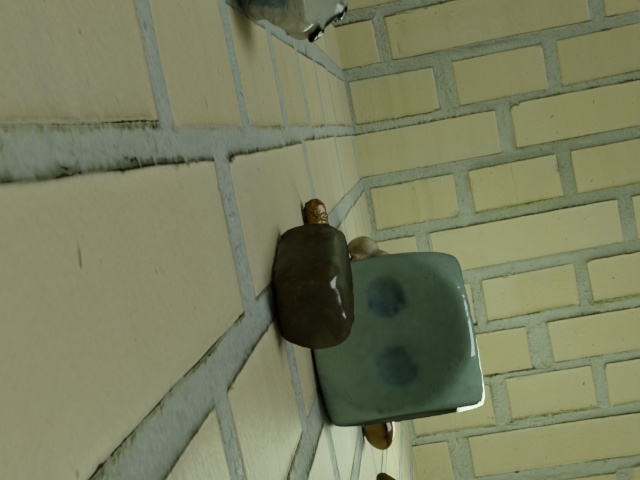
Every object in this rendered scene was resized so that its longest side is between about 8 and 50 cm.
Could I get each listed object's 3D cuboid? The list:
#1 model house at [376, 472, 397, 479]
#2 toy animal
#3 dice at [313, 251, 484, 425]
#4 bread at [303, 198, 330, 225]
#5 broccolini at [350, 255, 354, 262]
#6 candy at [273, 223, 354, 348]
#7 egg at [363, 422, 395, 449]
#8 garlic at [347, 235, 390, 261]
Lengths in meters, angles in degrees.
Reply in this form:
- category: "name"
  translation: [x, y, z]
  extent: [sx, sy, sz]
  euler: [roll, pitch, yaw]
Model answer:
- category: "model house"
  translation: [0.145, 0.568, 1.600]
  extent: [0.291, 0.184, 0.253]
  euler: [68, 9, 18]
- category: "toy animal"
  translation: [-0.047, -0.410, 1.336]
  extent: [0.208, 0.156, 0.204]
  euler: [-53, 147, -48]
- category: "dice"
  translation: [0.132, 0.174, 1.528]
  extent: [0.268, 0.264, 0.263]
  euler: [52, 28, -74]
- category: "bread"
  translation: [0.000, 0.000, 1.619]
  extent: [0.052, 0.044, 0.157]
  euler: [15, 64, -76]
- category: "broccolini"
  translation: [0.039, 0.027, 1.845]
  extent: [0.201, 0.058, 0.074]
  euler: [73, 2, -49]
- category: "candy"
  translation: [-0.008, 0.056, 1.241]
  extent: [0.234, 0.102, 0.104]
  euler: [-81, 159, -67]
- category: "egg"
  translation: [0.131, 0.424, 1.969]
  extent: [0.071, 0.071, 0.083]
  euler: [38, 45, -80]
- category: "garlic"
  translation: [0.123, 0.062, 2.288]
  extent: [0.174, 0.124, 0.099]
  euler: [54, 10, 30]
